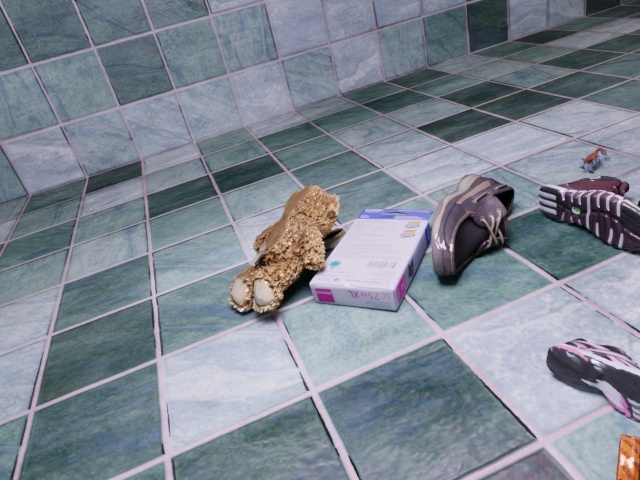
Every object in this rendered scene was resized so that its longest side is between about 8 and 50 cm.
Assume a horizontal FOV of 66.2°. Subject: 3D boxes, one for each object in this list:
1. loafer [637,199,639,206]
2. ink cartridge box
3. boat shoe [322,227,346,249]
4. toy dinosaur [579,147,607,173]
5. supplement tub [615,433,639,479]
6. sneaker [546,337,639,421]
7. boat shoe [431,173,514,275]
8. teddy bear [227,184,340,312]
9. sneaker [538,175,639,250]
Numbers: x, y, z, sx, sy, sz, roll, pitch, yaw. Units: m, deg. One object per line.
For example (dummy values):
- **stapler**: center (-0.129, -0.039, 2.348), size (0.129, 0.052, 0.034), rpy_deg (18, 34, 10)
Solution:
- **loafer**: center (0.734, -0.103, 1.059), size (0.061, 0.062, 0.170), rpy_deg (29, 50, 21)
- **ink cartridge box**: center (0.127, 0.029, 1.088), size (0.186, 0.065, 0.311), rpy_deg (2, 36, 29)
- **boat shoe**: center (0.000, 0.000, 1.209), size (0.136, 0.045, 0.050), rpy_deg (-16, 29, -2)
- **toy dinosaur**: center (0.696, -0.209, 1.242), size (0.047, 0.090, 0.082), rpy_deg (28, 81, 31)
- **supplement tub**: center (0.409, 0.269, 0.495), size (0.191, 0.116, 0.117), rpy_deg (7, 36, 32)
- **sneaker**: center (0.421, 0.183, 0.689), size (0.077, 0.071, 0.178), rpy_deg (-21, 34, -32)
- **boat shoe**: center (0.337, -0.047, 1.056), size (0.130, 0.132, 0.355), rpy_deg (5, 36, 31)
- **teddy bear**: center (-0.072, 0.028, 1.098), size (0.245, 0.113, 0.337), rpy_deg (-26, 29, 39)
- **sneaker**: center (0.612, -0.080, 1.019), size (0.163, 0.106, 0.281), rpy_deg (-20, 29, -15)
